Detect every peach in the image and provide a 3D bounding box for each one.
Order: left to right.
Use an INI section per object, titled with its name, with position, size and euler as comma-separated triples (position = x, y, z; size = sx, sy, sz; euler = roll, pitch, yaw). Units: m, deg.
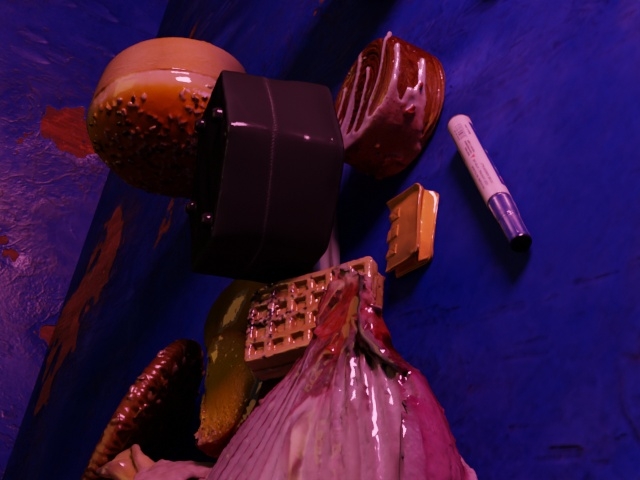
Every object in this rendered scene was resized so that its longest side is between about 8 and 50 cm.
[peach]
position = -0.078, 0.175, 0.976
size = 0.127, 0.092, 0.172
euler = -50, 28, 12

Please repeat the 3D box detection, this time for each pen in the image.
[pen]
position = 0.150, -0.056, 0.782
size = 0.025, 0.025, 0.204
euler = -55, 26, 27

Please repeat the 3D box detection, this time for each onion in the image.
[onion]
position = 0.030, 0.200, 0.643
size = 0.267, 0.159, 0.348
euler = -8, 54, 51

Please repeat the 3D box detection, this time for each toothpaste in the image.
[toothpaste]
position = -0.001, 0.001, 1.041
size = 0.069, 0.047, 0.268
euler = -38, 37, 30

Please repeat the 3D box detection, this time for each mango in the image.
[mango]
position = -0.094, 0.087, 1.125
size = 0.161, 0.076, 0.103
euler = -58, 17, 1

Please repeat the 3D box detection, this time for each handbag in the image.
[handbag]
position = 0.089, -0.010, 0.869
size = 0.061, 0.027, 0.083
euler = -33, 41, 51

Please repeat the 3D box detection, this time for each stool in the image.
[stool]
position = -0.069, -0.066, 0.971
size = 0.232, 0.141, 0.232
euler = -174, 90, -73

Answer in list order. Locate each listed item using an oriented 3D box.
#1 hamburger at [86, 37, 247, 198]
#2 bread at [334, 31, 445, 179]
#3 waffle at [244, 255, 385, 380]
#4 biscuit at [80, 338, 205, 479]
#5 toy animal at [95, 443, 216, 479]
[hamburger]
position = -0.230, -0.188, 1.421
size = 0.300, 0.300, 0.176
euler = -42, 44, 45
[bread]
position = 0.071, -0.150, 0.981
size = 0.160, 0.073, 0.160
euler = -47, 30, 38
[waffle]
position = -0.007, 0.080, 0.890
size = 0.148, 0.042, 0.102
euler = -16, 48, 22
[biscuit]
position = -0.229, 0.265, 1.132
size = 0.305, 0.038, 0.305
euler = -62, -10, -19
[toy animal]
position = -0.200, 0.365, 0.916
size = 0.358, 0.188, 0.226
euler = -36, 22, -9
